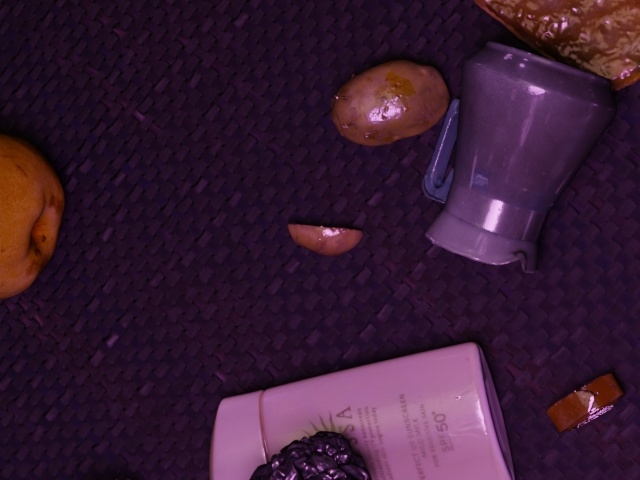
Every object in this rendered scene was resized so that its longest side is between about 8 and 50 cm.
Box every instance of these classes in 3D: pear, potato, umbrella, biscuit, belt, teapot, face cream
[{"bbox_3d":[-0.421,-0.035,1.629,0.209,0.209,0.209,-2,84,18],"label":"pear"},{"bbox_3d":[0.077,-0.158,1.538,0.138,0.070,0.091,-18,80,16],"label":"potato"},{"bbox_3d":[-0.052,0.357,1.441,0.128,0.154,0.336,47,118,37],"label":"umbrella"},{"bbox_3d":[0.273,-0.265,1.505,0.247,0.029,0.118,41,95,17],"label":"biscuit"},{"bbox_3d":[0.286,0.176,1.441,0.083,0.059,0.036,-34,75,12],"label":"belt"},{"bbox_3d":[0.199,-0.094,1.452,0.203,0.171,0.225,31,106,51],"label":"teapot"},{"bbox_3d":[0.000,0.000,1.567,0.093,0.037,0.036,5,91,18],"label":"potato"},{"bbox_3d":[0.032,0.232,1.507,0.348,0.081,0.173,-14,89,17],"label":"face cream"}]

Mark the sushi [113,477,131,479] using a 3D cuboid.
[{"bbox_3d":[-0.294,0.383,1.562,0.241,0.161,0.107,-43,75,9],"label":"sushi"}]
